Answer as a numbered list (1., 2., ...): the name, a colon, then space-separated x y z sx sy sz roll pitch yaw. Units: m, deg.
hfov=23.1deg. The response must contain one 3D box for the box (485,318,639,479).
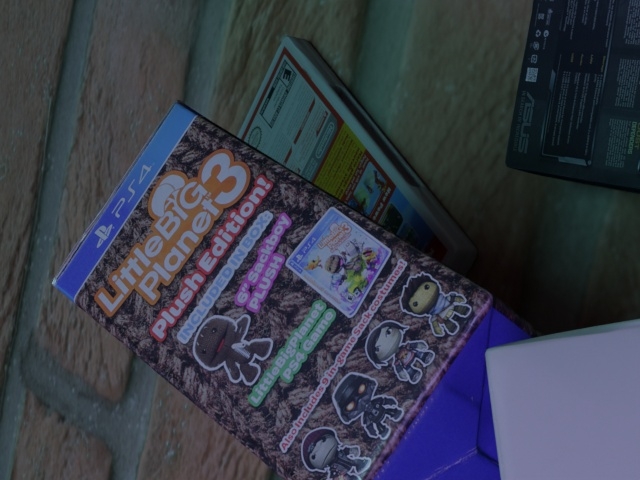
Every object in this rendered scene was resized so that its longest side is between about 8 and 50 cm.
1. box: 0.187 0.228 0.687 0.168 0.215 0.345 -11 60 10

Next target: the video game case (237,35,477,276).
1. video game case: 0.000 0.000 1.220 0.285 0.025 0.204 55 128 42

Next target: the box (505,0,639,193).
1. box: 0.208 -0.142 0.924 0.183 0.059 0.232 14 96 54

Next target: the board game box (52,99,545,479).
1. board game box: 0.022 0.071 0.952 0.291 0.232 0.141 33 88 44
